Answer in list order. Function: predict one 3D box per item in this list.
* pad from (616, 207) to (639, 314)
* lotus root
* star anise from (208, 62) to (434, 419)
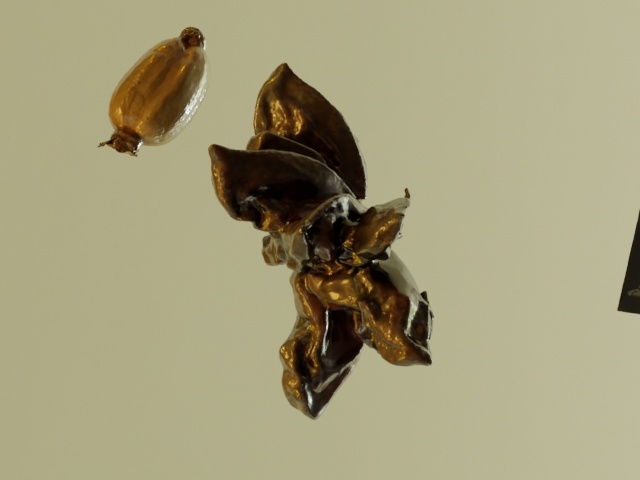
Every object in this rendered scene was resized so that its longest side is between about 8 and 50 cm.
[{"bbox_3d":[0.379,0.020,1.692,0.190,0.004,0.127,9,-86,-38],"label":"pad"},{"bbox_3d":[-0.146,-0.128,1.492,0.073,0.062,0.150,30,-116,4],"label":"lotus root"},{"bbox_3d":[-0.001,-0.004,1.194,0.129,0.283,0.212,-17,-43,-5],"label":"star anise"}]
